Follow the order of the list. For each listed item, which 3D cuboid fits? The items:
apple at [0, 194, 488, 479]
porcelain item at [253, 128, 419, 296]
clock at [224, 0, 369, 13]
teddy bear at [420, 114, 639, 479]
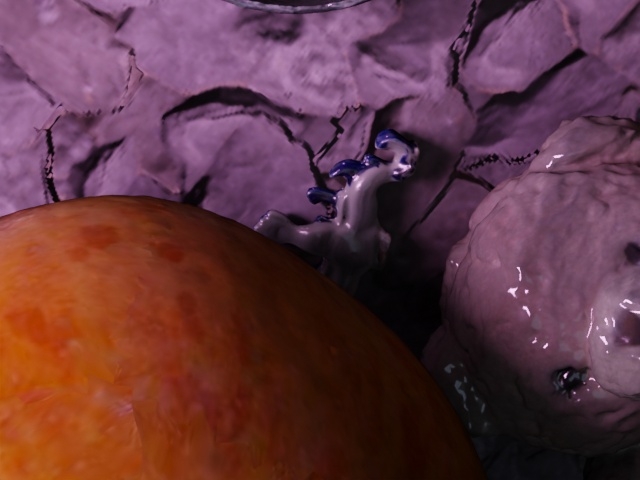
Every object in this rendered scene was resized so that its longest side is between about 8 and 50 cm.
[{"bbox_3d":[-0.103,0.191,0.822,0.400,0.334,0.400,-2,122,-4],"label":"apple"},{"bbox_3d":[0.000,0.000,0.935,0.075,0.021,0.136,11,110,-13],"label":"porcelain item"},{"bbox_3d":[-0.010,-0.213,0.834,0.214,0.042,0.215,-3,113,-8],"label":"clock"},{"bbox_3d":[0.195,0.055,0.920,0.267,0.151,0.236,29,90,-21],"label":"teddy bear"}]
